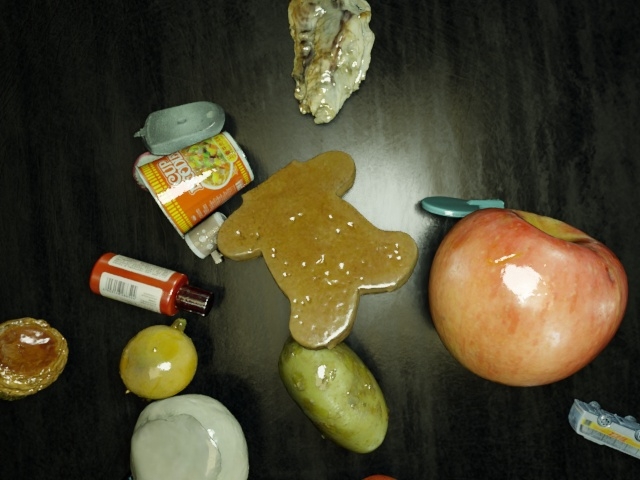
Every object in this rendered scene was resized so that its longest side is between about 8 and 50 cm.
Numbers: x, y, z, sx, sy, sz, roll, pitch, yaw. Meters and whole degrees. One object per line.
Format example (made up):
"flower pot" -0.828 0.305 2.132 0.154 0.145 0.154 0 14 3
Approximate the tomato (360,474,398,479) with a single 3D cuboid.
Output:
"tomato" 0.133 0.652 1.045 0.237 0.095 0.236 0 95 3

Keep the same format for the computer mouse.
"computer mouse" -0.327 -0.262 1.070 0.229 0.068 0.113 -11 70 9

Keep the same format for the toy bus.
"toy bus" 0.667 0.431 1.023 0.191 0.064 0.075 20 105 3

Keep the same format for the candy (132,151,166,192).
"candy" -0.402 -0.166 1.089 0.103 0.043 0.103 0 91 4

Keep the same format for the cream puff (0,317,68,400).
"cream puff" -0.726 0.299 1.078 0.183 0.183 0.169 45 119 2

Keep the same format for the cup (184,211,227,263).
"cup" -0.252 -0.003 1.067 0.099 0.074 0.102 -37 89 4

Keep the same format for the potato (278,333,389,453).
"potato" 0.031 0.328 0.993 0.173 0.210 0.307 -40 92 -21

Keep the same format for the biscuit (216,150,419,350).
"biscuit" 0.000 0.000 0.997 0.368 0.076 0.394 -40 69 -11

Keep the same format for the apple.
"apple" 0.386 0.113 0.893 0.364 0.364 0.363 0 91 4

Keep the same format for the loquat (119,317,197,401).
"loquat" -0.369 0.275 1.044 0.172 0.149 0.204 17 71 21

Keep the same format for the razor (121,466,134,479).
"razor" -0.395 0.671 1.107 0.253 0.042 0.082 38 92 1

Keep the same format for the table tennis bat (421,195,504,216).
"table tennis bat" 0.326 -0.078 1.015 0.201 0.124 0.033 -1 112 -17

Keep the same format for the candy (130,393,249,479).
"candy" -0.296 0.490 1.028 0.296 0.185 0.295 -2 85 20

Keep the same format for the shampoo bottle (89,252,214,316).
"shampoo bottle" -0.389 0.114 1.063 0.278 0.104 0.104 16 92 4

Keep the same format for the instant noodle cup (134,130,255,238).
"instant noodle cup" -0.269 -0.137 1.013 0.212 0.193 0.193 -33 89 -12

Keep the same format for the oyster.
"oyster" 0.023 -0.449 1.027 0.201 0.107 0.354 -3 91 8
